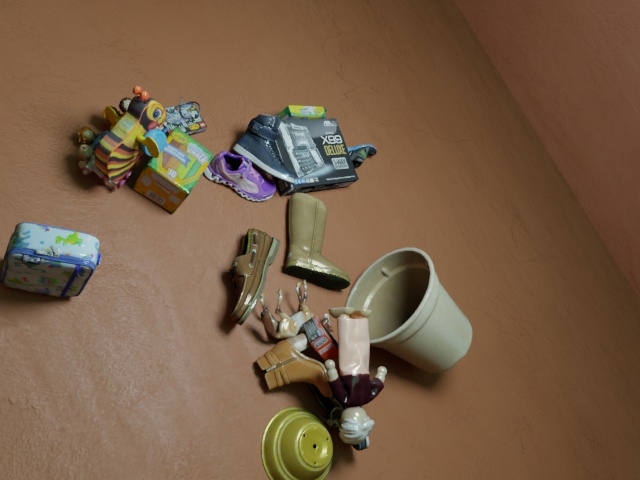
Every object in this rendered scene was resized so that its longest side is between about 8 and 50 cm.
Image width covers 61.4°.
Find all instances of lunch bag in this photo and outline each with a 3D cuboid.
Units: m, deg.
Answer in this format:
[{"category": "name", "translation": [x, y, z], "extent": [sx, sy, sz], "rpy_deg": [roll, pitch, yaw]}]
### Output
[{"category": "lunch bag", "translation": [-0.574, 0.048, 1.150], "extent": [0.176, 0.219, 0.090], "rpy_deg": [15, 59, -31]}]

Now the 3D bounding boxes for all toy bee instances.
[{"category": "toy bee", "translation": [-0.451, -0.296, 1.328], "extent": [0.195, 0.162, 0.299], "rpy_deg": [15, 65, 14]}]

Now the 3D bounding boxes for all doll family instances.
[{"category": "doll family", "translation": [-0.546, -0.262, 1.434], "extent": [0.163, 0.118, 0.263], "rpy_deg": [40, 66, -21]}]

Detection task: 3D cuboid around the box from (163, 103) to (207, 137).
[{"category": "box", "translation": [-0.419, -0.358, 1.619], "extent": [0.137, 0.027, 0.094], "rpy_deg": [-30, 87, -43]}]

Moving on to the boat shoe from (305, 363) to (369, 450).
[{"category": "boat shoe", "translation": [0.042, 0.464, 1.474], "extent": [0.079, 0.095, 0.255], "rpy_deg": [-20, 75, -38]}]

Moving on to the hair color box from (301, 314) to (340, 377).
[{"category": "hair color box", "translation": [0.021, 0.298, 1.510], "extent": [0.167, 0.053, 0.093], "rpy_deg": [53, 1, -33]}]

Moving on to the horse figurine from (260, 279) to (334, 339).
[{"category": "horse figurine", "translation": [-0.080, 0.214, 1.529], "extent": [0.263, 0.066, 0.175], "rpy_deg": [-14, 90, -49]}]

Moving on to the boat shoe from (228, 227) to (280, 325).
[{"category": "boat shoe", "translation": [-0.207, 0.094, 1.491], "extent": [0.104, 0.111, 0.307], "rpy_deg": [31, 41, -15]}]

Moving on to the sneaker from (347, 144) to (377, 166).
[{"category": "sneaker", "translation": [0.139, -0.313, 2.003], "extent": [0.188, 0.067, 0.078], "rpy_deg": [-20, 100, -43]}]

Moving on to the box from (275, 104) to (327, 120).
[{"category": "box", "translation": [-0.065, -0.426, 1.872], "extent": [0.179, 0.105, 0.043], "rpy_deg": [-12, 82, -41]}]

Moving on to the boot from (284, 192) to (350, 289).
[{"category": "boot", "translation": [0.000, 0.000, 1.703], "extent": [0.236, 0.089, 0.270], "rpy_deg": [23, 53, -26]}]

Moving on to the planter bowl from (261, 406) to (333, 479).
[{"category": "planter bowl", "translation": [-0.036, 0.533, 1.383], "extent": [0.217, 0.090, 0.217], "rpy_deg": [17, 58, -29]}]

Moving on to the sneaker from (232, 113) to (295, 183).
[{"category": "sneaker", "translation": [-0.142, -0.291, 1.662], "extent": [0.226, 0.163, 0.086], "rpy_deg": [35, 6, 9]}]

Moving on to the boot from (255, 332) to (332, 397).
[{"category": "boot", "translation": [-0.068, 0.360, 1.434], "extent": [0.152, 0.073, 0.197], "rpy_deg": [-27, 64, -18]}]

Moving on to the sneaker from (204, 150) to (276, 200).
[{"category": "sneaker", "translation": [-0.230, -0.199, 1.625], "extent": [0.236, 0.104, 0.095], "rpy_deg": [23, 53, -27]}]

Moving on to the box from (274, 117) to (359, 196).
[{"category": "box", "translation": [-0.036, -0.288, 1.827], "extent": [0.307, 0.076, 0.243], "rpy_deg": [-12, 79, -40]}]

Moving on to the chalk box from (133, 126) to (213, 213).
[{"category": "chalk box", "translation": [-0.393, -0.208, 1.486], "extent": [0.132, 0.132, 0.213], "rpy_deg": [35, 50, -18]}]

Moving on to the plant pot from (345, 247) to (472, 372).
[{"category": "plant pot", "translation": [0.295, 0.245, 1.665], "extent": [0.305, 0.333, 0.334], "rpy_deg": [41, 48, -27]}]

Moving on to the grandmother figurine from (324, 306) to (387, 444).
[{"category": "grandmother figurine", "translation": [0.091, 0.356, 1.424], "extent": [0.207, 0.104, 0.343], "rpy_deg": [9, 71, -24]}]
